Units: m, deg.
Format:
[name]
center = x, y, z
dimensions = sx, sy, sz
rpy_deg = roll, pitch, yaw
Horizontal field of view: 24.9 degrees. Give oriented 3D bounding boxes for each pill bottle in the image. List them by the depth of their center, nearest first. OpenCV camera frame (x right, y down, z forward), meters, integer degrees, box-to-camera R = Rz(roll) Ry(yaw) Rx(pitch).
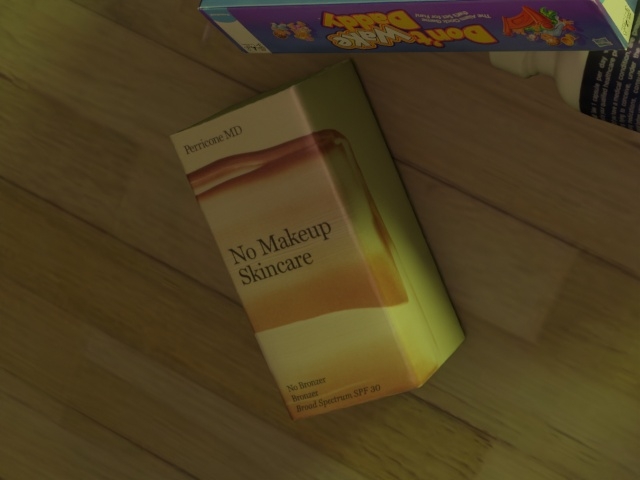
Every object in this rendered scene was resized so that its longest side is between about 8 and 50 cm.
[pill bottle]
center = 0.280, -0.158, 1.163
dimensions = 0.265, 0.153, 0.153
rpy_deg = 21, 114, 16

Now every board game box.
[board game box]
center = 0.090, -0.269, 1.153
dimensions = 0.347, 0.078, 0.233
rpy_deg = 5, 70, 33

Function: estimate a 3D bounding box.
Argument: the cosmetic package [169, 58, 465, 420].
[cosmetic package]
center = 0.000, 0.000, 1.357
dimensions = 0.153, 0.129, 0.296
rpy_deg = -20, 98, 30
